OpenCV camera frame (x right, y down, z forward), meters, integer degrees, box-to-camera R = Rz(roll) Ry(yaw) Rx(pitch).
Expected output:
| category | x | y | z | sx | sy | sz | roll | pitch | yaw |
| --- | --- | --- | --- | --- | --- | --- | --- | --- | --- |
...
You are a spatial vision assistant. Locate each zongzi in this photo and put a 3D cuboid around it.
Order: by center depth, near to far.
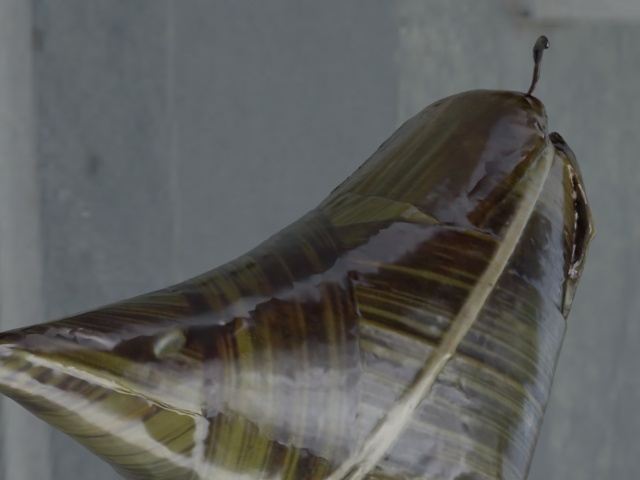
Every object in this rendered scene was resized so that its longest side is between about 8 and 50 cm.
| category | x | y | z | sx | sy | sz | roll | pitch | yaw |
| --- | --- | --- | --- | --- | --- | --- | --- | --- | --- |
| zongzi | 0.000 | 0.000 | 0.733 | 0.241 | 0.111 | 0.248 | 40 | 55 | -35 |
